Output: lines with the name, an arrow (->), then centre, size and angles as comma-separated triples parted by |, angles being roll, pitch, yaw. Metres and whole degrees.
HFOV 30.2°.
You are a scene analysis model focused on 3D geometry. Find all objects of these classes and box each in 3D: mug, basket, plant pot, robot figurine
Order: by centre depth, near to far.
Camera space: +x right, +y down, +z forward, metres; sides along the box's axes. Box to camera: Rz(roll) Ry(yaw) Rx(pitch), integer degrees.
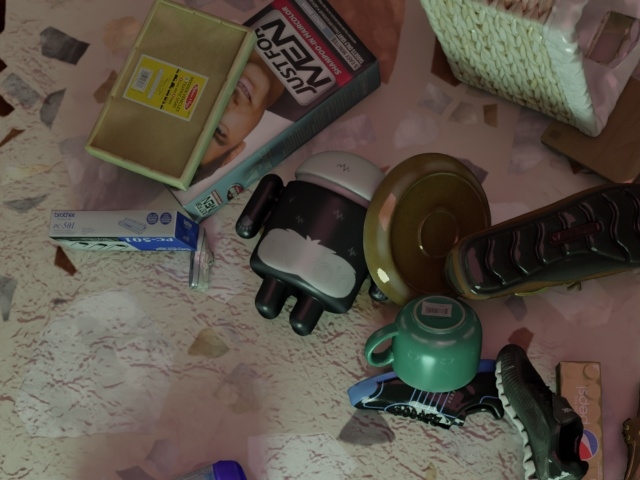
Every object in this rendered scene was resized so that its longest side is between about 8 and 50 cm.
mug -> 0.157, 0.144, 1.702 | 0.158, 0.097, 0.129 | -27, 46, -30
basket -> 0.338, -0.387, 1.733 | 0.266, 0.331, 0.328 | 23, 79, 26
plant pot -> 0.169, -0.011, 1.757 | 0.236, 0.032, 0.236 | -5, 99, -33
robot figurine -> 0.002, 0.001, 1.775 | 0.209, 0.173, 0.278 | 32, 79, -32

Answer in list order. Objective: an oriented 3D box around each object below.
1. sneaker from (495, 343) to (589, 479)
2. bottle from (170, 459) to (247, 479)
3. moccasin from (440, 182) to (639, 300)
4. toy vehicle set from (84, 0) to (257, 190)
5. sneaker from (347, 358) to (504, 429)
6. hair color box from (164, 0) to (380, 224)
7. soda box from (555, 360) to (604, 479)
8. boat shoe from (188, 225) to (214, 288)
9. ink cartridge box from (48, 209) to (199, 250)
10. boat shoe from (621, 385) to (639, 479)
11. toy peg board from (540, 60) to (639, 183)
sneaker -> 0.323, 0.248, 1.691 | 0.106, 0.078, 0.234 | -36, 58, 40
bottle -> -0.235, 0.419, 1.733 | 0.283, 0.092, 0.118 | -21, 77, -1
moccasin -> 0.362, 0.011, 1.742 | 0.380, 0.147, 0.139 | -21, 87, -10
toy vehicle set -> -0.225, -0.225, 1.795 | 0.166, 0.035, 0.267 | 22, 79, 10
sneaker -> 0.159, 0.236, 1.751 | 0.232, 0.081, 0.090 | -9, 69, 1
hair color box -> -0.108, -0.218, 1.860 | 0.374, 0.113, 0.185 | -38, 77, -4
soda box -> 0.379, 0.269, 1.739 | 0.061, 0.058, 0.181 | 1, 78, 5
boat shoe -> -0.183, 0.028, 1.853 | 0.035, 0.035, 0.100 | 10, 72, -21
ink cartridge box -> -0.300, -0.015, 1.819 | 0.207, 0.097, 0.046 | 0, 77, 15
boat shoe -> 0.467, 0.284, 1.730 | 0.060, 0.064, 0.178 | 20, 73, 14
toy peg board -> 0.454, -0.164, 1.835 | 0.160, 0.079, 0.161 | 34, 81, 27
